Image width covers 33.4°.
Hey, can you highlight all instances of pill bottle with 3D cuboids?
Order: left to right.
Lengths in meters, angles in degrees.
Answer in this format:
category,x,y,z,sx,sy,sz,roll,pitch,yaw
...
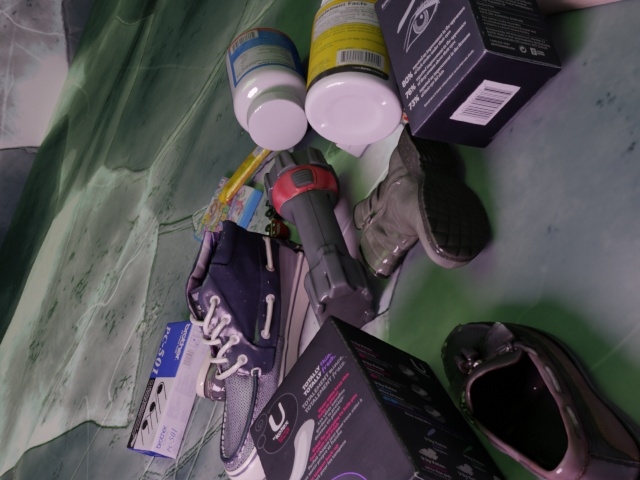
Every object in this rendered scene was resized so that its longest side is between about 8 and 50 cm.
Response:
category,x,y,z,sx,sy,sz,roll,pitch,yaw
pill bottle,-0.081,-0.238,1.694,0.124,0.124,0.221,-50,31,26
pill bottle,0.046,-0.231,1.324,0.119,0.119,0.208,-37,37,42

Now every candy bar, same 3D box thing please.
category,x,y,z,sx,sy,sz,roll,pitch,yaw
candy bar,-0.115,-0.121,1.745,0.161,0.018,0.040,-49,31,10

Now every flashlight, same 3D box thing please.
category,x,y,z,sx,sy,sz,roll,pitch,yaw
flashlight,0.000,0.000,1.389,0.103,0.103,0.304,-53,34,27

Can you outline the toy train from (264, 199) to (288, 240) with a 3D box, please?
category,x,y,z,sx,sy,sz,roll,pitch,yaw
toy train,-0.062,-0.009,1.574,0.036,0.027,0.158,-33,39,28

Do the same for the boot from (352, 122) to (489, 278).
category,x,y,z,sx,sy,sz,roll,pitch,yaw
boot,0.108,-0.010,1.243,0.161,0.083,0.246,-60,24,31

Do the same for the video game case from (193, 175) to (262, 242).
category,x,y,z,sx,sy,sz,roll,pitch,yaw
video game case,-0.156,-0.041,1.776,0.119,0.015,0.166,-64,27,-1

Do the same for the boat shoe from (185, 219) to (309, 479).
category,x,y,z,sx,sy,sz,roll,pitch,yaw
boat shoe,-0.115,0.136,1.396,0.127,0.158,0.340,-30,42,48

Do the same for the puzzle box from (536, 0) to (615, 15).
category,x,y,z,sx,sy,sz,roll,pitch,yaw
puzzle box,0.312,-0.389,1.212,0.409,0.052,0.272,8,74,62

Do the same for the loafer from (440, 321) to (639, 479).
category,x,y,z,sx,sy,sz,roll,pitch,yaw
loafer,0.179,0.137,0.947,0.109,0.095,0.302,-60,27,7

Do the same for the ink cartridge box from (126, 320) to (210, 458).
category,x,y,z,sx,sy,sz,roll,pitch,yaw
ink cartridge box,-0.229,0.227,1.642,0.097,0.046,0.207,-13,56,56

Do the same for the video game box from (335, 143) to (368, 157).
category,x,y,z,sx,sy,sz,roll,pitch,yaw
video game box,0.070,-0.245,1.520,0.187,0.048,0.205,-55,28,23

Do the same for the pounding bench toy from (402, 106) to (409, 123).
category,x,y,z,sx,sy,sz,roll,pitch,yaw
pounding bench toy,0.125,-0.182,1.347,0.083,0.065,0.052,-1,66,60

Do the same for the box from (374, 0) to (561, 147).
category,x,y,z,sx,sy,sz,roll,pitch,yaw
box,0.161,-0.234,1.211,0.153,0.108,0.207,-48,45,47

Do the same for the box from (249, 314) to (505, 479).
category,x,y,z,sx,sy,sz,roll,pitch,yaw
box,0.055,0.224,1.038,0.165,0.143,0.270,-55,28,14

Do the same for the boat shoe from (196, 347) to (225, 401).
category,x,y,z,sx,sy,sz,roll,pitch,yaw
boat shoe,-0.107,0.135,1.516,0.065,0.075,0.206,16,71,19
